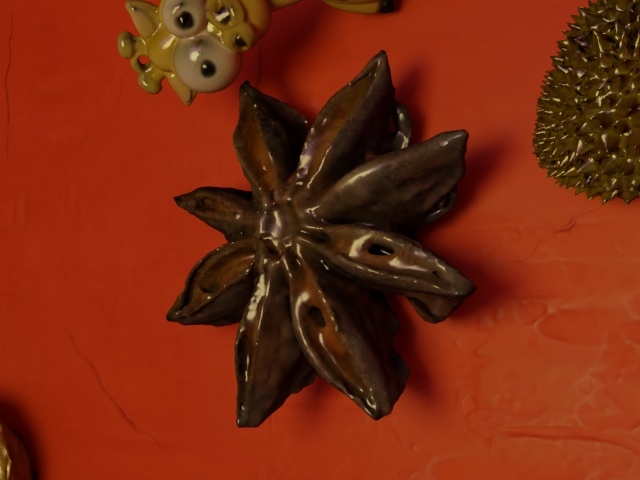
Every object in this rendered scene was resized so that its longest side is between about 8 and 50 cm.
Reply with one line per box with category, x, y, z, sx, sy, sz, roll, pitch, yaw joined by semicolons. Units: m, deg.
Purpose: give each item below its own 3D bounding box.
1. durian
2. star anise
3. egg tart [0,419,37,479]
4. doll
durian;0.232;-0.122;0.697;0.146;0.102;0.208;39;103;37
star anise;0.000;0.002;0.830;0.332;0.118;0.331;-11;74;39
egg tart;-0.386;0.265;1.076;0.213;0.090;0.212;-4;82;31
doll;-0.037;-0.212;0.848;0.291;0.086;0.117;-25;113;4
